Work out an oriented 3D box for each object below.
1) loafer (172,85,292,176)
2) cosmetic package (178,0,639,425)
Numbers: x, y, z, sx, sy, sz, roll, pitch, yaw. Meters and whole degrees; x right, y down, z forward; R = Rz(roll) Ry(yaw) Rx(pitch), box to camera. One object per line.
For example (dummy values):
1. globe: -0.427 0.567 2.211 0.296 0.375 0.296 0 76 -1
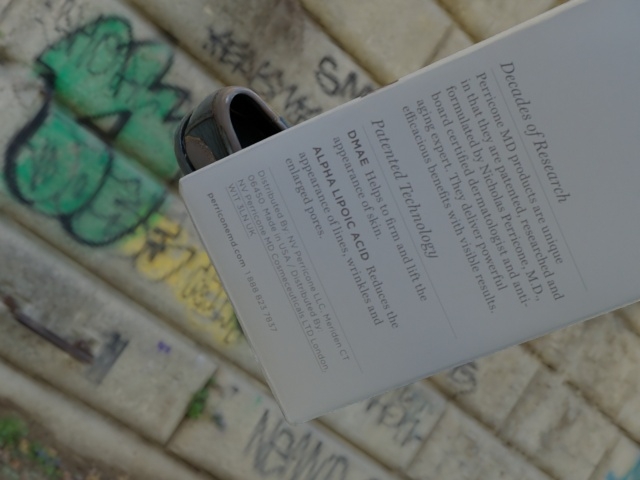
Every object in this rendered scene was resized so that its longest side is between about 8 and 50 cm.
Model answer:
1. loafer: 0.000 0.000 0.800 0.267 0.096 0.084 46 -26 -6
2. cosmetic package: 0.143 -0.054 0.618 0.156 0.385 0.217 64 17 -5
